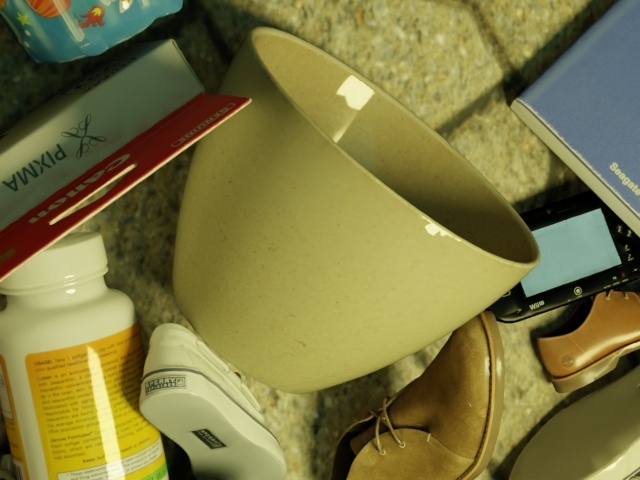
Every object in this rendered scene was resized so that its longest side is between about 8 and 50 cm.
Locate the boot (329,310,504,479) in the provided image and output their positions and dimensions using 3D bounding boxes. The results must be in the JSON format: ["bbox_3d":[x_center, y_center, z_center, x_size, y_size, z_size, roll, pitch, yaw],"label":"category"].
[{"bbox_3d":[0.092,0.184,1.527,0.115,0.112,0.305,8,133,-15],"label":"boot"}]

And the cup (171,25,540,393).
[{"bbox_3d":[0.000,0.000,1.455,0.331,0.331,0.237,32,107,-21],"label":"cup"}]

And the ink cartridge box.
[{"bbox_3d":[-0.228,-0.067,1.362,0.296,0.261,0.066,-37,107,-14],"label":"ink cartridge box"}]

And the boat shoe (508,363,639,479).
[{"bbox_3d":[0.366,0.217,1.695,0.340,0.127,0.158,-36,118,-9],"label":"boat shoe"}]

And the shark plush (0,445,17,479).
[{"bbox_3d":[-0.303,0.262,1.494,0.067,0.073,0.161,-17,123,1],"label":"shark plush"}]

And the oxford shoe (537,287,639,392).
[{"bbox_3d":[0.324,0.077,1.692,0.212,0.076,0.076,-31,96,-15],"label":"oxford shoe"}]

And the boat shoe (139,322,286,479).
[{"bbox_3d":[-0.094,0.158,1.487,0.095,0.258,0.084,-8,59,10],"label":"boat shoe"}]

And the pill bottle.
[{"bbox_3d":[-0.225,0.122,1.448,0.136,0.136,0.246,-13,100,-19],"label":"pill bottle"}]

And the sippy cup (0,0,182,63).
[{"bbox_3d":[-0.224,-0.283,1.377,0.305,0.240,0.224,-16,117,20],"label":"sippy cup"}]

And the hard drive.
[{"bbox_3d":[0.382,-0.175,1.666,0.210,0.040,0.318,45,77,4],"label":"hard drive"}]

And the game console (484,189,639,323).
[{"bbox_3d":[0.329,0.002,1.664,0.361,0.044,0.213,-18,76,-11],"label":"game console"}]
